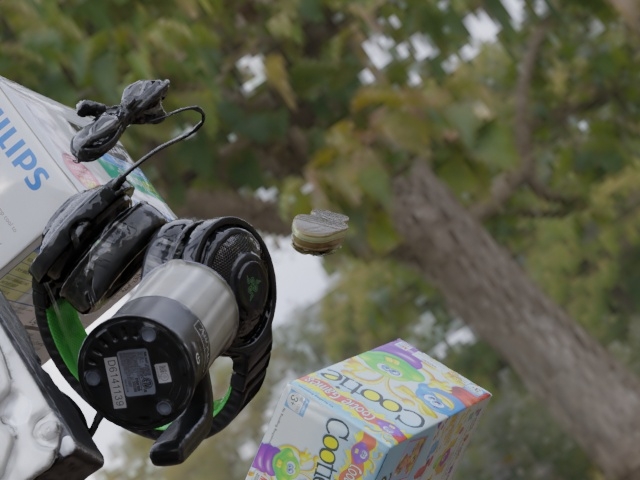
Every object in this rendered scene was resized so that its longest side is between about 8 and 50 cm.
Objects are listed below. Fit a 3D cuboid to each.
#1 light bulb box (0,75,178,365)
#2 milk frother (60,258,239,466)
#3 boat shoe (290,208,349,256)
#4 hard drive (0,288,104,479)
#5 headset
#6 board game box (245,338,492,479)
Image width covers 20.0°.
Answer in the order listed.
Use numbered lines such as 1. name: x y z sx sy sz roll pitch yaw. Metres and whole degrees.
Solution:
1. light bulb box: -0.415 0.007 2.305 0.361 0.225 0.358 -40 -17 8
2. milk frother: -0.145 0.088 1.301 0.135 0.143 0.129 -54 -28 -71
3. boat shoe: -0.002 -0.001 1.880 0.153 0.056 0.048 -57 -19 -81
4. hard drive: -0.334 0.139 1.131 0.339 0.237 0.064 -35 -22 1
5. headset: -0.171 0.032 1.687 0.185 0.243 0.394 -44 -32 -50
6. board game box: 0.058 0.227 2.081 0.275 0.142 0.144 -15 -48 -61
